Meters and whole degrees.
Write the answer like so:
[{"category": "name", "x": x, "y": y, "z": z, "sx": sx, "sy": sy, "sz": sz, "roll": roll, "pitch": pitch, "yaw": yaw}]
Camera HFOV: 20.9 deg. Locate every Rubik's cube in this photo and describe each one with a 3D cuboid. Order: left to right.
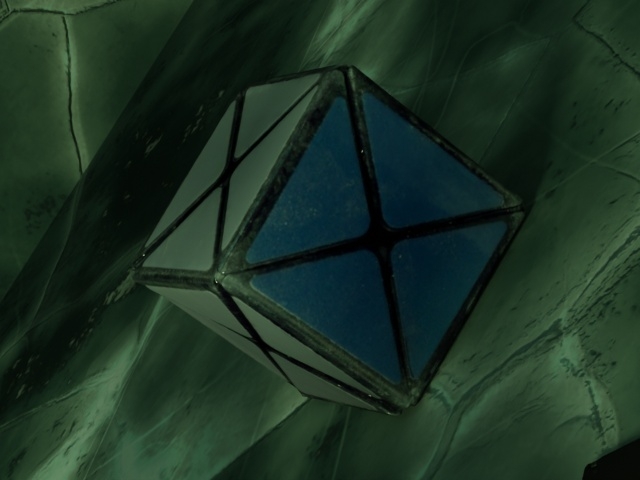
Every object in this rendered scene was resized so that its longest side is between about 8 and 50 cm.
[{"category": "Rubik's cube", "x": 0.000, "y": 0.000, "z": 1.725, "sx": 0.260, "sy": 0.259, "sz": 0.255, "roll": -57, "pitch": 20, "yaw": -15}]

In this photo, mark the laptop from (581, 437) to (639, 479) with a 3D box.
[{"category": "laptop", "x": 0.249, "y": 0.180, "z": 1.243, "sx": 0.180, "sy": 0.016, "sz": 0.129, "roll": -36, "pitch": 25, "yaw": 39}]
